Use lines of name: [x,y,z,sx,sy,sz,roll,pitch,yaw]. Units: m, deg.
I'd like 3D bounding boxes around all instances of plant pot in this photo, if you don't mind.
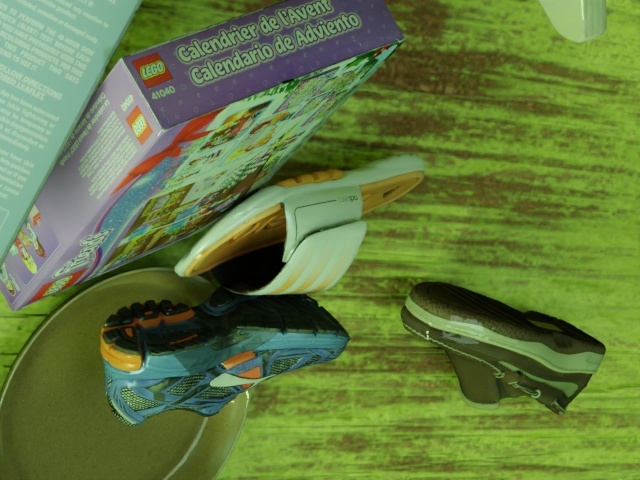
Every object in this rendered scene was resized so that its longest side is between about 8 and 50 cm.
plant pot: [-0.155,0.127,1.499,0.236,0.032,0.236,-18,120,-33]

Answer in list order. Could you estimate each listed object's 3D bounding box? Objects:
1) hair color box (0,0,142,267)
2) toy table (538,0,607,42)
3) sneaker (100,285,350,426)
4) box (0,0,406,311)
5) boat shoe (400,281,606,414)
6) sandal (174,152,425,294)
hair color box: [-0.220,-0.128,1.204,0.114,0.185,0.374,27,93,-34]
toy table: [0.157,-0.292,1.492,0.274,0.161,0.252,-34,127,-24]
sneaker: [-0.076,0.087,1.485,0.221,0.083,0.087,-6,126,-33]
box: [-0.094,-0.062,1.312,0.201,0.293,0.057,-25,80,-35]
boat shoe: [0.157,0.109,1.717,0.257,0.095,0.095,18,103,-44]
sandal: [0.006,-0.005,1.501,0.265,0.076,0.102,-19,163,-44]
